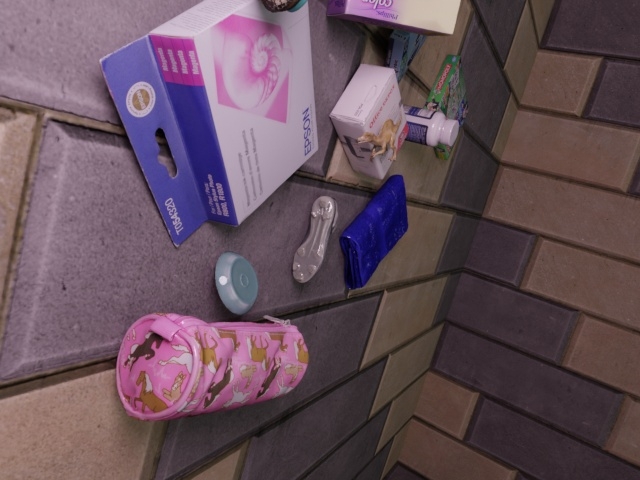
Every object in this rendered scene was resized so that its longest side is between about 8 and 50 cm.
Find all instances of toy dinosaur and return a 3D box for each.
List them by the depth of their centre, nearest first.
[{"bbox_3d":[0.148,-0.224,1.042,0.183,0.053,0.093,-38,140,-41],"label":"toy dinosaur"}]

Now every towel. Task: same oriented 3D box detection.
[{"bbox_3d":[0.169,-0.023,1.395,0.308,0.076,0.228,-50,148,-33],"label":"towel"}]

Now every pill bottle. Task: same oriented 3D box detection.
[{"bbox_3d":[0.283,-0.308,1.301,0.094,0.169,0.094,-41,142,-43],"label":"pill bottle"}]

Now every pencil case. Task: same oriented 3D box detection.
[{"bbox_3d":[-0.169,0.215,0.849,0.386,0.160,0.167,21,56,-63],"label":"pencil case"}]

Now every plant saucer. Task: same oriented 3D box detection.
[{"bbox_3d":[-0.146,0.075,0.872,0.119,0.021,0.119,47,34,-47],"label":"plant saucer"}]

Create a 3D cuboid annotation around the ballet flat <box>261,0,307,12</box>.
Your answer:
[{"bbox_3d":[-0.038,-0.521,0.589,0.182,0.164,0.483,25,74,-34],"label":"ballet flat"}]

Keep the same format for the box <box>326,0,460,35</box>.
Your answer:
[{"bbox_3d":[0.144,-0.509,0.846,0.213,0.117,0.243,2,111,-18],"label":"box"}]

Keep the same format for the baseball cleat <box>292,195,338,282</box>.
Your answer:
[{"bbox_3d":[0.000,0.000,1.106,0.109,0.072,0.206,0,112,-69],"label":"baseball cleat"}]

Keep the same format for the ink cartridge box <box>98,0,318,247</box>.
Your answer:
[{"bbox_3d":[-0.123,-0.186,0.717,0.330,0.071,0.324,-51,153,-32],"label":"ink cartridge box"}]

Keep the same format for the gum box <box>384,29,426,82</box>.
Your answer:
[{"bbox_3d":[0.212,-0.483,1.146,0.184,0.041,0.157,-58,169,-19],"label":"gum box"}]

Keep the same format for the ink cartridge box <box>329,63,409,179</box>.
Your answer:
[{"bbox_3d":[0.120,-0.271,1.113,0.159,0.092,0.218,-60,153,-15],"label":"ink cartridge box"}]

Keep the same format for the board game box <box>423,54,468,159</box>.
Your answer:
[{"bbox_3d":[0.432,-0.440,1.624,0.213,0.046,0.317,-64,153,-8],"label":"board game box"}]
